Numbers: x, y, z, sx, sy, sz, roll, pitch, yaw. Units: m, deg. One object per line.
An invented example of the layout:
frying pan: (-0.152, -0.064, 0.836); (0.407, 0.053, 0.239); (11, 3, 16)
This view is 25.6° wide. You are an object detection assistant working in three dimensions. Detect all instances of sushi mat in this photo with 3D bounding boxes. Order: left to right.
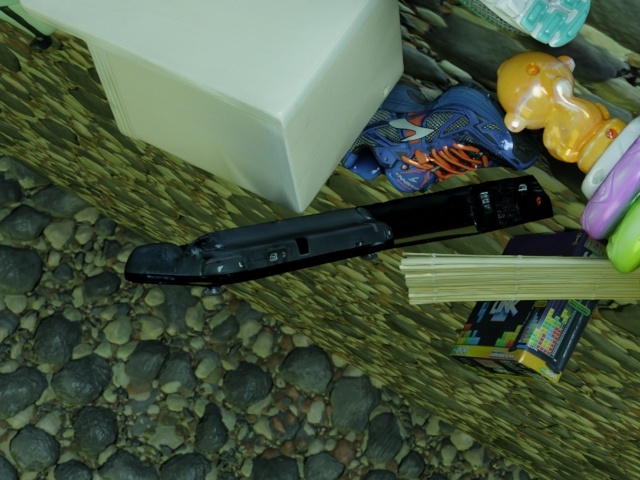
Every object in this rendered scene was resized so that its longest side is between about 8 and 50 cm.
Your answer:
sushi mat: (0.223, 0.031, 1.117); (0.317, 0.019, 0.151); (0, 166, 9)

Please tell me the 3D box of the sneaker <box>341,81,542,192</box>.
sneaker: (0.097, -0.075, 1.159); (0.083, 0.087, 0.221); (35, 168, -30)

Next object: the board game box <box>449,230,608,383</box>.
board game box: (0.204, 0.064, 1.361); (0.048, 0.141, 0.170); (30, 169, -14)

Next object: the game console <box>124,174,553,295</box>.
game console: (0.000, 0.000, 1.047); (0.213, 0.044, 0.361); (-10, 180, 40)

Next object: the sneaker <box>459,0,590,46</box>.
sneaker: (0.082, -0.171, 0.840); (0.166, 0.065, 0.076); (37, 171, -27)

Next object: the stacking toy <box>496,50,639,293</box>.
stacking toy: (0.236, -0.023, 0.935); (0.302, 0.175, 0.166); (39, 168, 12)

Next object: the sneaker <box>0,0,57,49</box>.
sneaker: (-0.349, -0.260, 1.461); (0.151, 0.094, 0.256); (34, 170, -36)

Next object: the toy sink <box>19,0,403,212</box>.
toy sink: (-0.078, -0.148, 1.041); (0.234, 0.152, 0.131); (25, 154, 20)
